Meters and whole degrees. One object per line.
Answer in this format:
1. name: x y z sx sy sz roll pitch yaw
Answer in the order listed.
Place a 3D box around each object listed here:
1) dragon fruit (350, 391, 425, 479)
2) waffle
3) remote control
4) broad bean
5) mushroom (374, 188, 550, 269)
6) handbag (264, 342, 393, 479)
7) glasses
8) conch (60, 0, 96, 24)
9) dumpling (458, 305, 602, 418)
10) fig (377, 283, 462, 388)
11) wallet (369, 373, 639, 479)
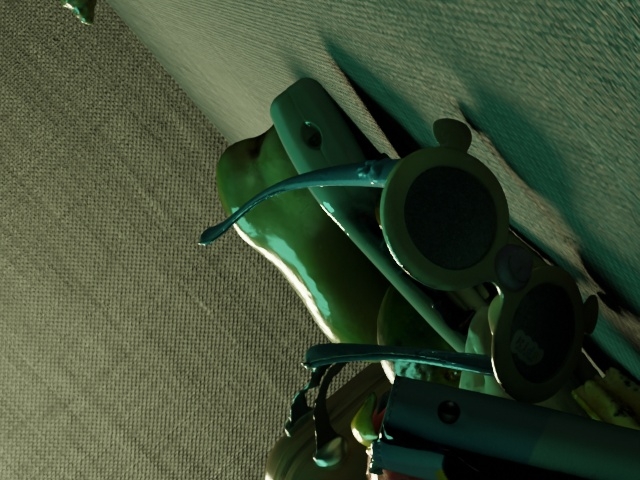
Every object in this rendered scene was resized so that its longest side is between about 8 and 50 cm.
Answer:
1. dragon fruit: 0.146 0.208 1.875 0.224 0.224 0.227 -136 33 -59
2. waffle: 0.239 0.157 1.366 0.148 0.042 0.102 50 178 -35
3. remote control: 0.066 -0.002 1.521 0.296 0.056 0.140 45 -167 -46
4. broad bean: 0.000 0.000 1.839 0.189 0.121 0.263 -91 -24 -62
5. mushroom: 0.099 -0.003 1.317 0.187 0.060 0.061 32 150 51
6. handbag: 0.082 0.212 2.052 0.283 0.302 0.149 57 172 -26
7. glasses: 0.035 0.039 1.212 0.220 0.088 0.190 -17 127 36
8. conch: -0.232 -0.311 1.782 0.137 0.114 0.234 109 155 -76
9. dumpling: 0.163 0.151 1.436 0.126 0.166 0.216 -40 74 46
10. fig: 0.097 0.063 1.726 0.117 0.117 0.177 51 -166 -39
11. wallet: 0.145 0.137 1.181 0.231 0.069 0.170 12 169 5
